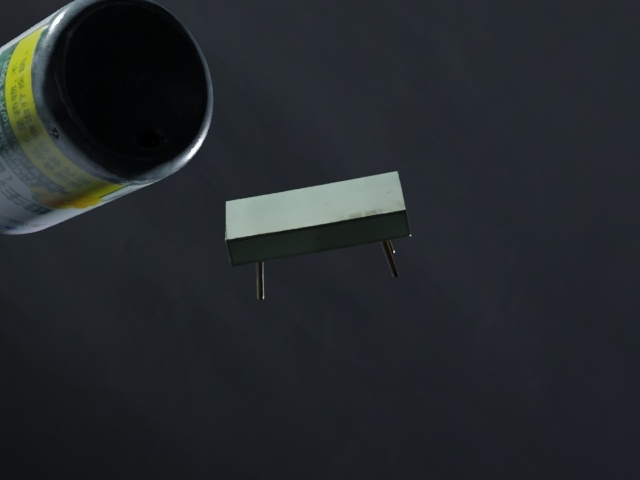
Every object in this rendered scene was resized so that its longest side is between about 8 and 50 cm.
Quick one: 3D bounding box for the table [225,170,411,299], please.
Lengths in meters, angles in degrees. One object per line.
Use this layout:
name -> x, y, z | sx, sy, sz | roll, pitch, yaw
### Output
table -> 0.000, 0.000, 2.136 | 0.121, 0.240, 0.111 | -94, 174, -63

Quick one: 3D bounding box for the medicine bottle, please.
medicine bottle -> -0.213, -0.085, 1.227 | 0.141, 0.293, 0.141 | 9, 75, -34
